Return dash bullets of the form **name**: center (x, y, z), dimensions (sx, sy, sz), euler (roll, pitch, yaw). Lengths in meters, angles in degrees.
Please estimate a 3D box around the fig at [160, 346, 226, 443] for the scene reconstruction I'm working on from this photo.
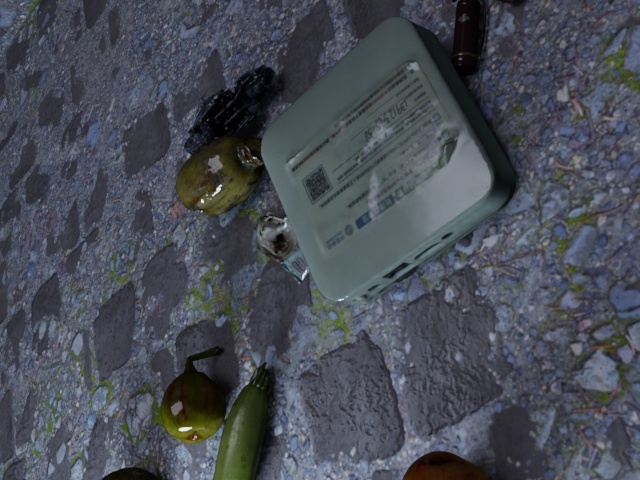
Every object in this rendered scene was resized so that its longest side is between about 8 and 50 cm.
- **fig**: center (-0.272, 0.329, 1.649), dimensions (0.148, 0.142, 0.186), euler (-25, 71, 10)

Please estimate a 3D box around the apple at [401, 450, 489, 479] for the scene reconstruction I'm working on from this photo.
- **apple**: center (0.185, 0.375, 1.141), dimensions (0.146, 0.146, 0.146), euler (-17, 66, 44)

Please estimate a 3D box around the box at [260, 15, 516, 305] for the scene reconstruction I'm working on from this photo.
- **box**: center (0.100, -0.132, 1.372), dimensions (0.396, 0.111, 0.396), euler (-37, 63, 30)

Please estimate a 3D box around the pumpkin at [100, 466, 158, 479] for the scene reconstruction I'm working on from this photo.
- **pumpkin**: center (-0.450, 0.623, 1.742), dimensions (0.219, 0.162, 0.219), euler (-14, 68, 40)

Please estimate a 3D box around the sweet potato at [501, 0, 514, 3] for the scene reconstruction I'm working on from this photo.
- **sweet potato**: center (0.274, -0.502, 1.352), dimensions (0.097, 0.097, 0.251), euler (-40, 63, 33)

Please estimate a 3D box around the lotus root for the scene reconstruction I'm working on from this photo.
- **lotus root**: center (-0.206, -0.156, 1.723), dimensions (0.278, 0.154, 0.154), euler (-33, 55, 35)

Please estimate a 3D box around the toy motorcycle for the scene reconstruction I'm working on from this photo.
- **toy motorcycle**: center (-0.212, -0.306, 1.800), dimensions (0.270, 0.106, 0.159), euler (-42, 22, 8)

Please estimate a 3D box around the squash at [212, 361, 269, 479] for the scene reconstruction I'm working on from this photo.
- **squash**: center (-0.157, 0.406, 1.541), dimensions (0.094, 0.094, 0.340), euler (9, 84, 49)

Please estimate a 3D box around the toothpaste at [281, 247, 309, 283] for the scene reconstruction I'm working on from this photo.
- **toothpaste**: center (0.000, 0.000, 1.534), dimensions (0.056, 0.036, 0.205), euler (46, 117, 9)

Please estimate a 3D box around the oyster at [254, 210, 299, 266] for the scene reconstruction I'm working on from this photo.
- **oyster**: center (-0.093, -0.013, 1.628), dimensions (0.166, 0.053, 0.108), euler (22, 121, 41)

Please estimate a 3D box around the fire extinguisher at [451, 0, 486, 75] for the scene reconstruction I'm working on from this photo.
- **fire extinguisher**: center (0.257, -0.370, 1.364), dimensions (0.064, 0.043, 0.158), euler (1, 79, 30)
